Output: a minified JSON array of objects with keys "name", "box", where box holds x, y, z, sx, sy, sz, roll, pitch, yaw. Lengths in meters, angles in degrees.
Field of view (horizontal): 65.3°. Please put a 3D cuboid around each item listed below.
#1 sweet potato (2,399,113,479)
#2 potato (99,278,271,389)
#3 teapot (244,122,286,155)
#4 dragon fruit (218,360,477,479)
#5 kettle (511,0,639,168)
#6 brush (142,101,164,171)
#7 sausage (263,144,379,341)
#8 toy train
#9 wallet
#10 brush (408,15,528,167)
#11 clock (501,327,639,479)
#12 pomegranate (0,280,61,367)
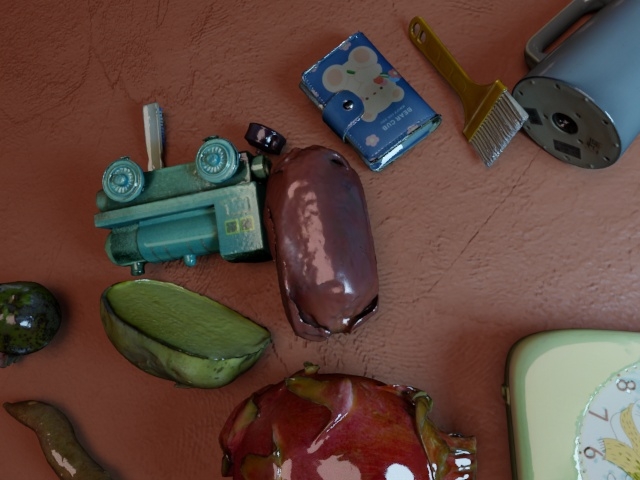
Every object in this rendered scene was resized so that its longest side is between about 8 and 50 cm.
[{"name":"sweet potato","box":[-0.424,0.335,0.817,0.281,0.059,0.067,38,126,22]},{"name":"potato","box":[-0.220,0.156,0.758,0.271,0.160,0.111,21,110,18]},{"name":"teapot","box":[-0.095,-0.162,0.818,0.100,0.067,0.045,24,88,54]},{"name":"dragon fruit","box":[0.026,0.282,0.618,0.314,0.250,0.251,22,86,0]},{"name":"kettle","box":[0.380,-0.246,0.675,0.243,0.160,0.210,-47,43,-5]},{"name":"brush","box":[-0.294,-0.156,0.894,0.033,0.030,0.179,-5,88,5]},{"name":"sausage","box":[0.000,0.000,0.713,0.151,0.152,0.280,-13,77,13]},{"name":"toy train","box":[-0.213,-0.044,0.797,0.297,0.120,0.194,-10,84,11]},{"name":"wallet","box":[0.072,-0.217,0.785,0.141,0.059,0.202,-37,74,-1]},{"name":"brush","box":[0.203,-0.243,0.747,0.013,0.103,0.272,-15,62,-26]},{"name":"clock","box":[0.400,0.246,0.572,0.348,0.117,0.287,-3,78,14]},{"name":"pomegranate","box":[-0.524,0.147,0.846,0.138,0.125,0.163,28,89,6]}]
